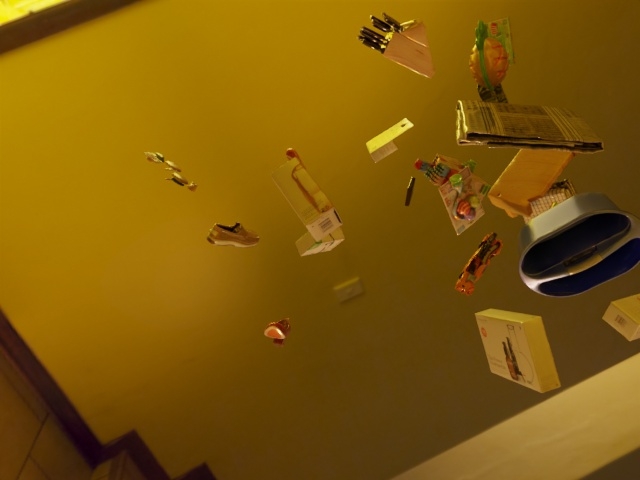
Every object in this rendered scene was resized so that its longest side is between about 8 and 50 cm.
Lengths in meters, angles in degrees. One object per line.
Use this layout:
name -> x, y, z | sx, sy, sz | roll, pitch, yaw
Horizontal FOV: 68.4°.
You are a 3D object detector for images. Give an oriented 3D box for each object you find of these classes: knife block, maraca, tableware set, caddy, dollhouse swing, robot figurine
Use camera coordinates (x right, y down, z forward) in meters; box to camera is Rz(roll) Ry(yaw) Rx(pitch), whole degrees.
knife block -> 0.278, -0.712, 1.754 | 0.088, 0.242, 0.275 | -89, 159, -50
maraca -> 0.451, -0.499, 1.275 | 0.185, 0.099, 0.127 | 58, 42, -35
tableware set -> -0.396, -0.182, 1.251 | 0.154, 0.024, 0.104 | 37, 12, -3
caddy -> 0.738, 0.025, 1.348 | 0.241, 0.341, 0.179 | 44, 32, -17
dollhouse swing -> 0.975, -0.242, 2.080 | 0.305, 0.346, 0.315 | 37, 1, -31
robot figurine -> 0.682, 0.096, 2.019 | 0.085, 0.291, 0.211 | 34, -1, 13

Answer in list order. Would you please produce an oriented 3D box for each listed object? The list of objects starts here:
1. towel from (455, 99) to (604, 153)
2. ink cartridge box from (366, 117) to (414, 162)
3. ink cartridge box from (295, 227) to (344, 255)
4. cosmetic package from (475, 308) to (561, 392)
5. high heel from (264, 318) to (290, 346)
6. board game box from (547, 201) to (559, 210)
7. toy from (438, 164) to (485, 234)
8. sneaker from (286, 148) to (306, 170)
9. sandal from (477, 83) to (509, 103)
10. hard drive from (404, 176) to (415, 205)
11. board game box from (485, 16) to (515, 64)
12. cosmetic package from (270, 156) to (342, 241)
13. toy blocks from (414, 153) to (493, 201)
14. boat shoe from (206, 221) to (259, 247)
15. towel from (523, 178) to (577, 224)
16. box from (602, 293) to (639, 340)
towel -> 0.502, -0.284, 1.184 | 0.324, 0.313, 0.056 | -66, 161, -58
ink cartridge box -> 0.344, -0.494, 2.303 | 0.060, 0.239, 0.275 | 56, 13, -18
ink cartridge box -> 0.000, 0.000, 2.581 | 0.160, 0.220, 0.092 | -40, -113, 47
cosmetic package -> 0.816, 0.448, 1.983 | 0.377, 0.098, 0.284 | 159, -82, -80
high heel -> -0.149, 0.312, 1.743 | 0.244, 0.082, 0.117 | 76, 25, -62
board game box -> 0.976, -0.029, 1.800 | 0.260, 0.124, 0.039 | 31, -1, -1
toy -> 0.513, -0.130, 1.652 | 0.237, 0.137, 0.056 | 55, -6, -34
sneaker -> -0.106, -0.364, 2.257 | 0.175, 0.064, 0.067 | 67, 18, -10
sandal -> 0.715, -0.541, 1.921 | 0.086, 0.120, 0.302 | 36, 50, -51
hard drive -> 0.433, -0.236, 2.269 | 0.135, 0.022, 0.094 | -60, 158, -55
board game box -> 0.728, -0.797, 1.907 | 0.043, 0.092, 0.181 | -38, 118, -52
cosmetic package -> -0.055, -0.161, 1.824 | 0.296, 0.129, 0.153 | 54, -1, 28
toy blocks -> 0.634, -0.319, 2.310 | 0.190, 0.261, 0.381 | -65, -146, 26
boat shoe -> -0.256, -0.022, 1.448 | 0.068, 0.072, 0.190 | 39, 23, 30
towel -> 1.008, -0.114, 2.032 | 0.235, 0.121, 0.283 | -12, -66, 55
box -> 1.200, 0.289, 1.789 | 0.130, 0.171, 0.090 | -123, -150, -49
